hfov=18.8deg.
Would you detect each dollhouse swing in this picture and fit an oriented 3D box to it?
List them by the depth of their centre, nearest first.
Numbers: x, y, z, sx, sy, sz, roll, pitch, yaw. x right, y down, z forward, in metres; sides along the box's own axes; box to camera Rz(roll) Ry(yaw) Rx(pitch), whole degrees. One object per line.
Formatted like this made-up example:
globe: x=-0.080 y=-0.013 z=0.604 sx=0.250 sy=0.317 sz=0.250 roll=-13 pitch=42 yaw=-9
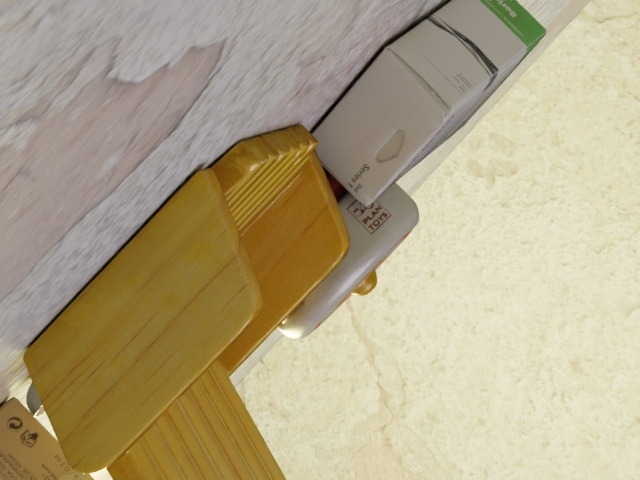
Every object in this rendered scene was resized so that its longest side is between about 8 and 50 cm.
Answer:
dollhouse swing: x=-0.044 y=0.121 z=1.700 sx=0.315 sy=0.305 sz=0.347 roll=-45 pitch=175 yaw=14

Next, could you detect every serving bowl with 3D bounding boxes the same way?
serving bowl: x=-0.235 y=0.121 z=1.735 sx=0.083 sy=0.027 sz=0.083 roll=-44 pitch=175 yaw=-5

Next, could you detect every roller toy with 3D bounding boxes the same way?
roller toy: x=0.000 y=0.000 z=1.969 sx=0.191 sy=0.146 sz=0.209 roll=-46 pitch=176 yaw=10

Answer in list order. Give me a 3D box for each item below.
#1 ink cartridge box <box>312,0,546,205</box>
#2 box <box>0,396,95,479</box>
ink cartridge box: x=0.105 y=-0.149 z=1.905 sx=0.160 sy=0.092 sz=0.219 roll=-48 pitch=174 yaw=39
box: x=-0.349 y=0.295 z=1.697 sx=0.311 sy=0.121 sz=0.148 roll=-42 pitch=176 yaw=-28
